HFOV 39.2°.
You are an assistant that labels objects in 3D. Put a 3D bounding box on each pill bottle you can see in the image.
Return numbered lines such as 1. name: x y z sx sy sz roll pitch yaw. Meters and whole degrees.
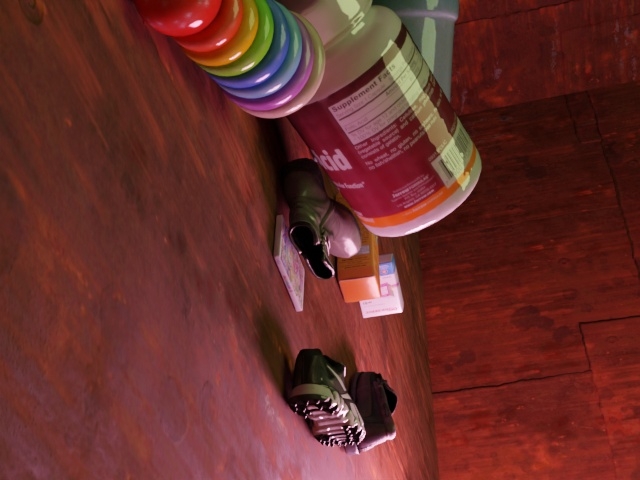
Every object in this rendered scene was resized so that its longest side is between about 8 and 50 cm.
1. pill bottle: 0.065 -0.214 1.382 0.392 0.224 0.224 53 23 -28

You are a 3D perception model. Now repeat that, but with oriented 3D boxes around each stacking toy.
1. stacking toy: -0.103 -0.235 1.007 0.330 0.141 0.141 12 69 -73

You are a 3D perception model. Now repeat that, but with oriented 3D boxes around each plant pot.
1. plant pot: 0.103 -0.316 1.664 0.341 0.341 0.334 -31 119 -78

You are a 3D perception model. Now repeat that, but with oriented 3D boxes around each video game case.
1. video game case: -0.046 0.034 1.335 0.087 0.011 0.122 -88 163 -46

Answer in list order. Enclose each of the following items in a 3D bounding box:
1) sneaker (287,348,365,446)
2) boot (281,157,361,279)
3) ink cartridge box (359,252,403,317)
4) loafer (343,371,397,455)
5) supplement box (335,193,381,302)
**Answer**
1. sneaker: 0.014 0.224 1.295 0.234 0.078 0.106 60 25 -55
2. boot: 0.000 0.000 1.418 0.246 0.083 0.161 54 25 -48
3. ink cartridge box: 0.124 0.098 1.931 0.052 0.089 0.122 -75 152 -66
4. loafer: 0.103 0.308 1.621 0.302 0.095 0.109 -39 119 -77
5. supplement box: 0.074 0.008 1.795 0.078 0.080 0.233 71 12 -48
